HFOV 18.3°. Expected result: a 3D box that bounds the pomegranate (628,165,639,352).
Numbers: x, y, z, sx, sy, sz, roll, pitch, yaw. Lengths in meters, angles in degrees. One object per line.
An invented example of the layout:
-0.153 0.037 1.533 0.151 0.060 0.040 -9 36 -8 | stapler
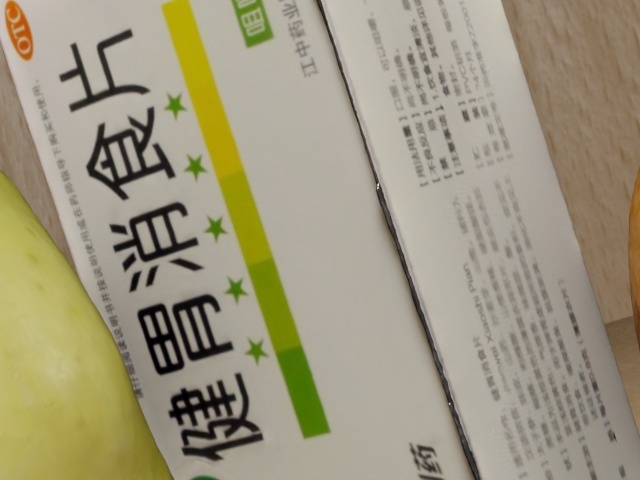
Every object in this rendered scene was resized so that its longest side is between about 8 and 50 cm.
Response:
0.199 0.000 0.682 0.215 0.215 0.215 -17 -1 0 | pomegranate

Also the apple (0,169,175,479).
-0.159 0.090 0.563 0.262 0.262 0.262 -17 -1 0 | apple

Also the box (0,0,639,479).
0.000 -0.003 0.866 0.173 0.332 0.145 -18 1 34 | box
